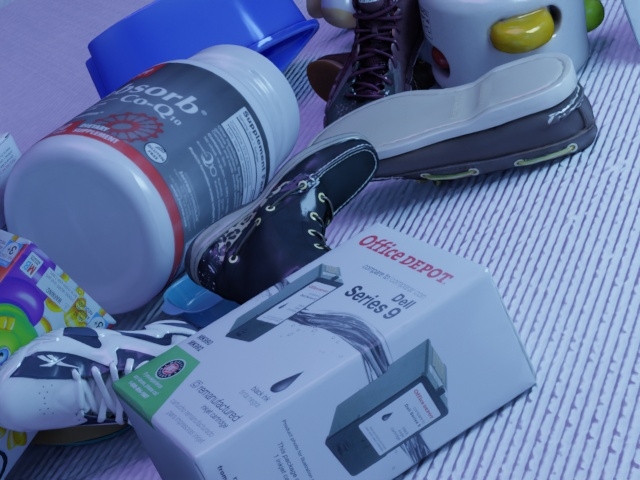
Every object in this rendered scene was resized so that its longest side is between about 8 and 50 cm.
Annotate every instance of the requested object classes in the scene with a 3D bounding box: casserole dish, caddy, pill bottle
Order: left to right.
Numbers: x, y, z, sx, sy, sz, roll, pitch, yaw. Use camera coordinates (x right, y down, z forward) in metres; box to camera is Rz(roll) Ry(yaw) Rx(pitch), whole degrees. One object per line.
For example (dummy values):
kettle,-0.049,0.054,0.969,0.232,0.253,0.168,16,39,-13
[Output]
pill bottle,-0.179,-0.084,1.927,0.210,0.210,0.363,-11,20,32
caddy,-0.166,-0.248,2.352,0.341,0.179,0.241,-30,-1,-11
casserole dish,-0.081,0.039,1.797,0.188,0.037,0.114,-33,23,-20

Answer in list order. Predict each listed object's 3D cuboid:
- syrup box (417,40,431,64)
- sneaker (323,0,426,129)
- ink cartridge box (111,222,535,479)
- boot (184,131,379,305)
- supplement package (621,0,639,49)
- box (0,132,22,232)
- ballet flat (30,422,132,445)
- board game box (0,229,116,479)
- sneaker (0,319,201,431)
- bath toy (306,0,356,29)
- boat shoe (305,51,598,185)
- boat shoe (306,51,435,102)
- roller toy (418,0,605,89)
syrup box,0.213,-0.306,2.138,0.237,0.096,0.093,-26,55,-3
sneaker,0.054,-0.234,1.982,0.106,0.162,0.281,6,61,21
ink cartridge box,0.001,0.119,1.417,0.289,0.121,0.211,-32,23,-16
boot,0.000,0.002,1.690,0.236,0.085,0.178,-37,42,-14
supplement package,0.429,-0.292,1.902,0.179,0.105,0.105,-19,23,13
box,-0.395,0.047,1.856,0.126,0.231,0.262,-12,27,30
ballet flat,-0.283,0.166,1.679,0.232,0.073,0.080,-11,24,32
board game box,-0.350,0.134,1.597,0.142,0.144,0.275,18,67,45
sneaker,-0.174,0.138,1.547,0.235,0.094,0.153,-3,13,-36
bath toy,0.106,-0.349,2.343,0.151,0.129,0.348,-35,25,-23
boat shoe,0.136,-0.109,1.816,0.324,0.097,0.116,-15,34,26
boat shoe,0.066,-0.205,2.146,0.073,0.073,0.207,-35,31,-26
roller toy,0.212,-0.263,1.969,0.191,0.146,0.209,7,35,32
